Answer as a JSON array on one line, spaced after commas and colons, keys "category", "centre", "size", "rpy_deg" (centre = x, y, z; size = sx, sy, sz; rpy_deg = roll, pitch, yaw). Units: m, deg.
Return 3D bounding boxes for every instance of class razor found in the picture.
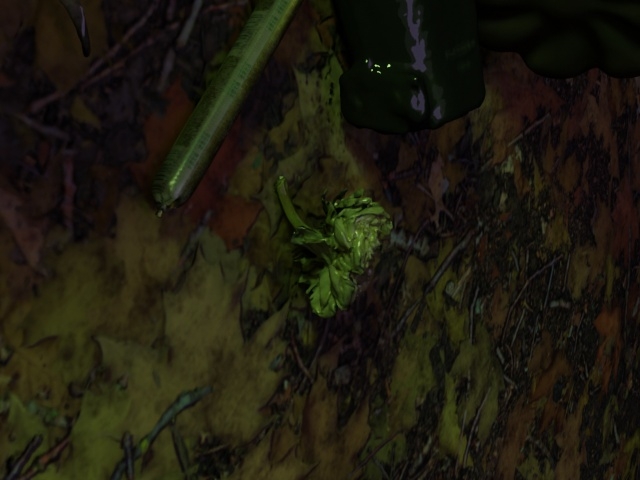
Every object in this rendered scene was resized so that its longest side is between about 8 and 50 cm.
[{"category": "razor", "centre": [0.078, -0.264, 0.796], "size": [0.189, 0.107, 0.327], "rpy_deg": [-34, 124, -46]}]

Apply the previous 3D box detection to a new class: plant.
[{"category": "plant", "centre": [0.000, 0.000, 0.776], "size": [0.117, 0.122, 0.104], "rpy_deg": [-58, -176, 10]}]

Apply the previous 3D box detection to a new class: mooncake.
[{"category": "mooncake", "centre": [0.277, -0.293, 0.903], "size": [0.306, 0.306, 0.154], "rpy_deg": [46, 64, -47]}]

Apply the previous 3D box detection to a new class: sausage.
[{"category": "sausage", "centre": [-0.066, -0.129, 0.692], "size": [0.033, 0.032, 0.269], "rpy_deg": [51, 57, -46]}]

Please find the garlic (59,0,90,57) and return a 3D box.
[{"category": "garlic", "centre": [-0.117, -0.301, 0.508], "size": [0.196, 0.151, 0.339], "rpy_deg": [40, 64, -67]}]
